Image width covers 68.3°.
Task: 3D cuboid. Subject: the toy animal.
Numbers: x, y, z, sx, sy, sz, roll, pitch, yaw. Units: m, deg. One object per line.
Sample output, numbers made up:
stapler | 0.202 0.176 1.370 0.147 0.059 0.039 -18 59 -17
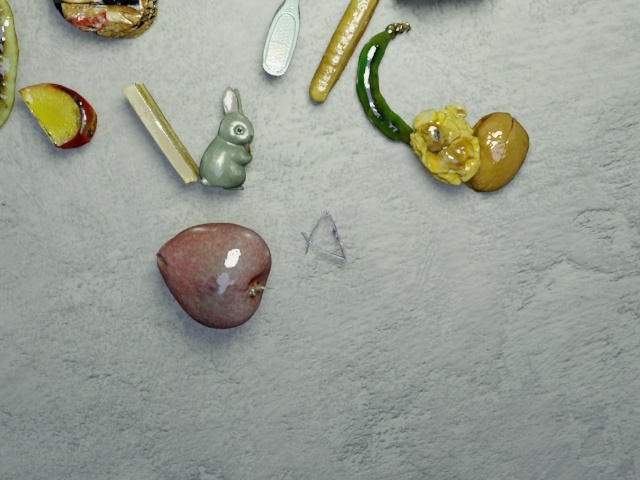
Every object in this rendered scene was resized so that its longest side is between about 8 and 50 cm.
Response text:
toy animal | -0.211 -0.231 1.113 0.108 0.138 0.237 27 112 23

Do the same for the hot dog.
hot dog | 0.052 -0.449 1.077 0.061 0.088 0.286 28 102 -7

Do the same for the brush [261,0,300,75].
brush | -0.070 -0.512 1.067 0.068 0.060 0.297 16 93 -9

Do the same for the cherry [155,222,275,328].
cherry | -0.256 0.080 1.167 0.307 0.221 0.261 17 99 4

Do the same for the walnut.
walnut | 0.447 -0.211 1.180 0.167 0.087 0.212 11 108 -11

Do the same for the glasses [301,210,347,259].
glasses | 0.000 0.000 1.235 0.103 0.062 0.140 -19 108 4

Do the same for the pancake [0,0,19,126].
pancake | -0.809 -0.451 1.042 0.304 0.067 0.427 -18 110 10

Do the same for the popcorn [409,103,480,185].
popcorn | 0.296 -0.234 1.137 0.194 0.164 0.140 38 143 -25

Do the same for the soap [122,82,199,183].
soap | -0.367 -0.249 1.111 0.037 0.092 0.252 -29 108 4

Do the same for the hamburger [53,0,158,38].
hamburger | -0.455 -0.547 1.001 0.230 0.107 0.231 0 106 0

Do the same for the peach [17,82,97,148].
peach | -0.595 -0.289 1.085 0.172 0.092 0.127 33 99 -2

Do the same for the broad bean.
broad bean | 0.158 -0.361 1.130 0.143 0.049 0.292 -9 108 -2
